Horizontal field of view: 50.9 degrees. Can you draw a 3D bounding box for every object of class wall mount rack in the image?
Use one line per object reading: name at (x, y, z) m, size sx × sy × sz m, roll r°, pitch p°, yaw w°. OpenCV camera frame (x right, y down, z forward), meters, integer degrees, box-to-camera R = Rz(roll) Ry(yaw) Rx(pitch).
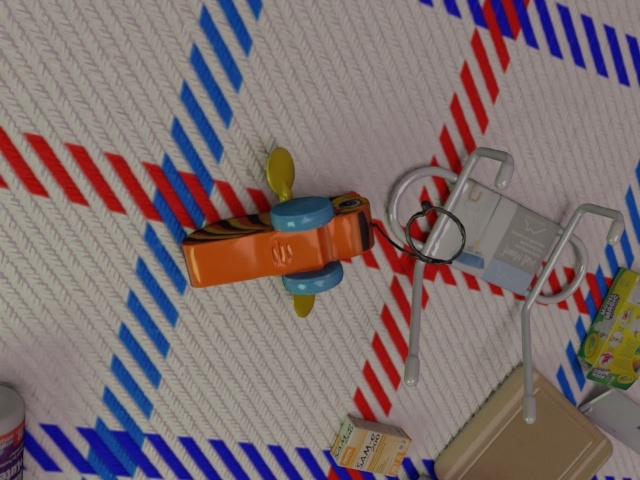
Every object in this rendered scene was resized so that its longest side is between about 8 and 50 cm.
wall mount rack at (0.236, 0.057, 0.886) m, size 0.349 × 0.130 × 0.304 m, roll 22°, pitch 98°, yaw -23°

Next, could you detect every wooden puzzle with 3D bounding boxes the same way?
wooden puzzle at (0.318, 0.336, 1.052) m, size 0.238 × 0.044 × 0.221 m, roll 41°, pitch 89°, yaw -21°

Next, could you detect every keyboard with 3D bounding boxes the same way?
keyboard at (0.532, 0.317, 1.122) m, size 0.256 × 0.014 × 0.072 m, roll 34°, pitch 114°, yaw -25°

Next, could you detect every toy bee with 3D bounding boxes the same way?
toy bee at (0.000, 0.000, 0.791) m, size 0.298 × 0.162 × 0.196 m, roll 14°, pitch 111°, yaw 2°

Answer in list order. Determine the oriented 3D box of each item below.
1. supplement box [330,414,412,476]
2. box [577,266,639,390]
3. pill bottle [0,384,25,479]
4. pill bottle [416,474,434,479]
supplement box at (0.071, 0.290, 0.947) m, size 0.098 × 0.036 × 0.062 m, roll 19°, pitch 98°, yaw -23°
box at (0.476, 0.141, 1.048) m, size 0.105 × 0.043 × 0.179 m, roll 20°, pitch 96°, yaw -25°
pill bottle at (-0.383, 0.266, 0.735) m, size 0.108 × 0.108 × 0.194 m, roll 3°, pitch 105°, yaw -21°
pill bottle at (0.134, 0.429, 0.985) m, size 0.086 × 0.086 × 0.152 m, roll 40°, pitch 90°, yaw -25°
